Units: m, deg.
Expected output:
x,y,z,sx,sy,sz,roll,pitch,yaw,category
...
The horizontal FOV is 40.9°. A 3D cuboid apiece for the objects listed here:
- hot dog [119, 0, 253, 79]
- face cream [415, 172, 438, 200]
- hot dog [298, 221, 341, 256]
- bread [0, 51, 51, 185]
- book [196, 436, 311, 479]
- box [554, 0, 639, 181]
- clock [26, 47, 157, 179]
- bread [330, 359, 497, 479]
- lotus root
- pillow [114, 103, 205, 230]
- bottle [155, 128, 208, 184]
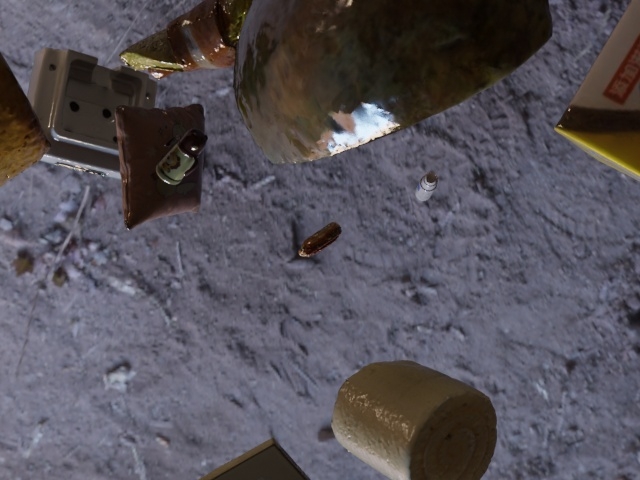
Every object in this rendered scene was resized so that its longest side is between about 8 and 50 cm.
x,y,z,sx,sy,sz,roll,pitch,yaw,category
-0.149,-0.283,1.197,0.261,0.123,0.093,-22,99,22,hot dog
0.202,-0.104,1.620,0.034,0.130,0.034,0,82,0,face cream
0.001,0.001,2.033,0.038,0.144,0.062,41,135,16,hot dog
-0.549,-0.224,1.194,0.215,0.398,0.398,-32,121,-15,bread
-0.101,0.511,1.608,0.216,0.021,0.310,-30,124,5,book
0.264,-0.122,0.425,0.097,0.168,0.265,9,116,-53,box
-0.477,-0.264,1.800,0.262,0.231,0.116,13,166,-32,clock
0.110,0.214,1.002,0.148,0.141,0.134,24,87,-42,bread
0.022,-0.180,0.727,0.210,0.142,0.314,57,147,-5,lotus root
-0.293,-0.142,1.599,0.084,0.236,0.224,8,102,30,pillow
-0.217,-0.137,1.351,0.063,0.047,0.101,42,120,-5,bottle
